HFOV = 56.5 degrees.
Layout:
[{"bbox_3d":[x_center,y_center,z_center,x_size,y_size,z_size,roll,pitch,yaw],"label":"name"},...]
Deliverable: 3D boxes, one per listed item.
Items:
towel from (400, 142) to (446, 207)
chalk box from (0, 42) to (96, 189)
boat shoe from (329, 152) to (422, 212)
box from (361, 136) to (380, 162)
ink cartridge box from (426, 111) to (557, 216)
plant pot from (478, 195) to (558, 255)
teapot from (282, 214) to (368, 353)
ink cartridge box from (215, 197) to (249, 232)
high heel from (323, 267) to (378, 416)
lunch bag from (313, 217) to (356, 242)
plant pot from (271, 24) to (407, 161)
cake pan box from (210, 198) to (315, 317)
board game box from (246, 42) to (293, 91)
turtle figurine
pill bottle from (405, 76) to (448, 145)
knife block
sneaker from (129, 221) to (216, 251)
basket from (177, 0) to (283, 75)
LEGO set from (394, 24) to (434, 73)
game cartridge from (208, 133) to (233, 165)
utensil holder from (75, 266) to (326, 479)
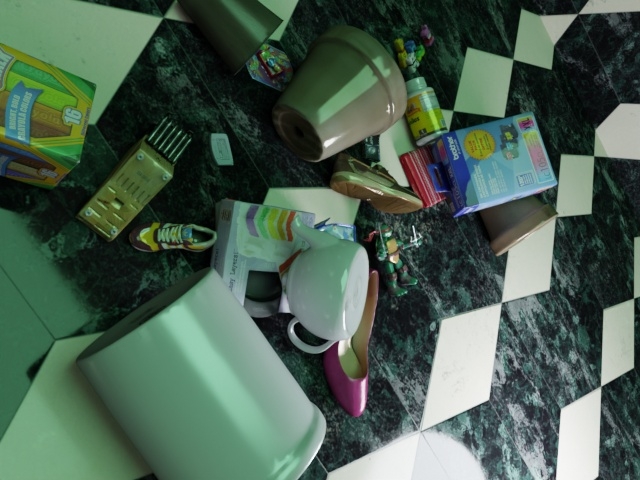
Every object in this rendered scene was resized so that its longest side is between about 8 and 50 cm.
[{"bbox_3d":[0.388,-0.233,2.068,0.274,0.031,0.199,-24,91,-45],"label":"towel"},{"bbox_3d":[-0.593,-0.237,1.084,0.288,0.179,0.181,18,64,-37],"label":"chalk box"},{"bbox_3d":[0.176,-0.176,1.801,0.341,0.123,0.123,15,68,-31],"label":"boat shoe"},{"bbox_3d":[0.159,-0.293,1.888,0.067,0.018,0.083,14,68,-39],"label":"box"},{"bbox_3d":[0.548,-0.247,2.007,0.395,0.151,0.270,-16,81,-5],"label":"ink cartridge box"},{"bbox_3d":[0.686,-0.107,2.167,0.263,0.263,0.229,-22,74,-44],"label":"plant pot"},{"bbox_3d":[-0.001,0.112,1.398,0.253,0.186,0.256,63,37,-60],"label":"teapot"},{"bbox_3d":[-0.188,-0.040,1.468,0.135,0.056,0.099,10,70,-39],"label":"ink cartridge box"},{"bbox_3d":[0.098,0.261,1.541,0.127,0.181,0.378,-5,80,-43],"label":"high heel"},{"bbox_3d":[0.000,0.000,1.574,0.151,0.128,0.097,6,71,-39],"label":"lunch bag"},{"bbox_3d":[0.026,-0.374,1.630,0.280,0.323,0.323,-44,107,-24],"label":"plant pot"},{"bbox_3d":[-0.141,0.047,1.423,0.245,0.070,0.267,9,93,-39],"label":"cake pan box"},{"bbox_3d":[-0.134,-0.500,1.683,0.168,0.033,0.133,16,66,-38],"label":"board game box"},{"bbox_3d":[0.219,0.036,1.770,0.175,0.118,0.234,-26,110,-29],"label":"turtle figurine"},{"bbox_3d":[0.350,-0.442,2.040,0.117,0.117,0.215,-19,89,-44],"label":"pill bottle"},{"bbox_3d":[-0.398,-0.154,1.313,0.275,0.242,0.088,-45,113,7],"label":"knife block"},{"bbox_3d":[-0.321,-0.012,1.310,0.185,0.083,0.070,0,78,-31],"label":"sneaker"},{"bbox_3d":[-0.242,-0.578,1.535,0.227,0.154,0.204,42,73,-18],"label":"basket"},{"bbox_3d":[0.315,-0.684,2.105,0.093,0.086,0.227,57,46,-33],"label":"LEGO set"},{"bbox_3d":[-0.252,-0.228,1.501,0.056,0.017,0.083,-7,81,-46],"label":"game cartridge"},{"bbox_3d":[-0.225,0.291,1.146,0.327,0.327,0.386,-41,104,-42],"label":"utensil holder"}]
